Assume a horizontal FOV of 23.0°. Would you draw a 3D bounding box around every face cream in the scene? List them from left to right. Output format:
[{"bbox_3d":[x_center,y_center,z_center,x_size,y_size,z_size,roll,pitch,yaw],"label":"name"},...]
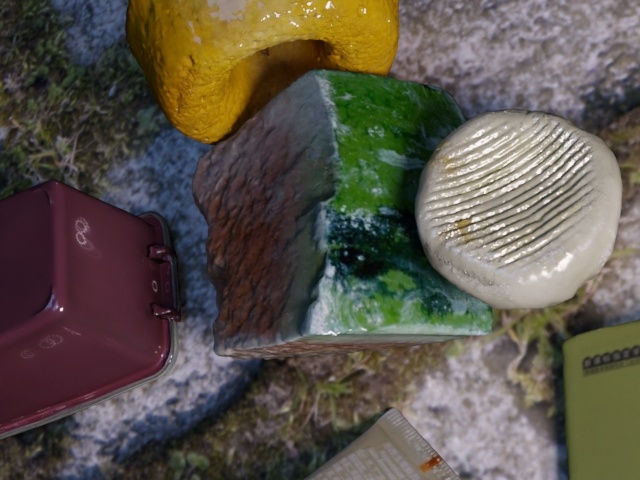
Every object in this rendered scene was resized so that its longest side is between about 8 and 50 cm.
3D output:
[{"bbox_3d":[-0.036,0.275,1.306,0.341,0.084,0.137,-33,49,-13],"label":"face cream"}]

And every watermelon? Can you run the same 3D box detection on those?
[{"bbox_3d":[-0.002,-0.007,1.408,0.302,0.151,0.264,-19,60,27],"label":"watermelon"}]

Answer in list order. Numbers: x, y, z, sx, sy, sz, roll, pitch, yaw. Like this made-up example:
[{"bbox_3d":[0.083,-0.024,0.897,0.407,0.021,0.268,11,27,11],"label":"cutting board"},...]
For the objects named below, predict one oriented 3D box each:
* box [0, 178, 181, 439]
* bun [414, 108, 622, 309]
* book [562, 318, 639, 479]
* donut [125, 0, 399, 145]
[{"bbox_3d":[-0.300,0.069,1.575,0.294,0.167,0.193,-22,60,26],"label":"box"},{"bbox_3d":[0.167,-0.020,1.326,0.183,0.102,0.183,-4,61,7],"label":"bun"},{"bbox_3d":[0.296,0.216,1.174,0.239,0.035,0.352,-16,62,31],"label":"book"},{"bbox_3d":[-0.044,-0.184,1.451,0.277,0.277,0.109,-26,63,23],"label":"donut"}]
